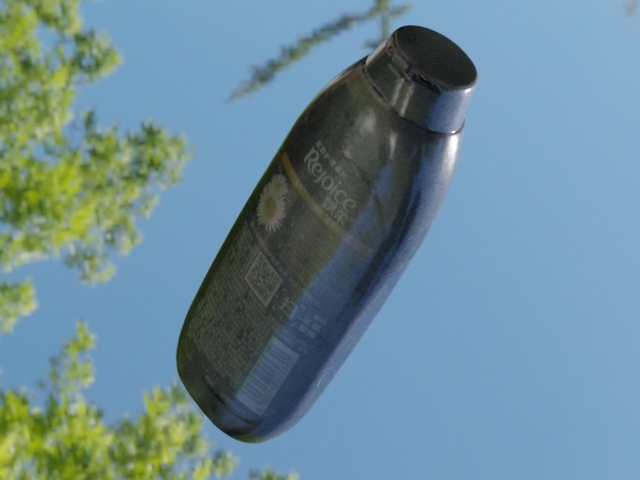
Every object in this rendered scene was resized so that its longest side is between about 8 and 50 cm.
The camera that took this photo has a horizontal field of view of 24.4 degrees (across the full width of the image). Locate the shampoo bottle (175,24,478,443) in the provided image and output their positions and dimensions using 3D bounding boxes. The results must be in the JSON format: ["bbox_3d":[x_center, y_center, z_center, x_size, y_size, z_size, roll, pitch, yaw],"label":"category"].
[{"bbox_3d":[0.000,0.000,0.705,0.049,0.234,0.087,-16,-123,-46],"label":"shampoo bottle"}]
